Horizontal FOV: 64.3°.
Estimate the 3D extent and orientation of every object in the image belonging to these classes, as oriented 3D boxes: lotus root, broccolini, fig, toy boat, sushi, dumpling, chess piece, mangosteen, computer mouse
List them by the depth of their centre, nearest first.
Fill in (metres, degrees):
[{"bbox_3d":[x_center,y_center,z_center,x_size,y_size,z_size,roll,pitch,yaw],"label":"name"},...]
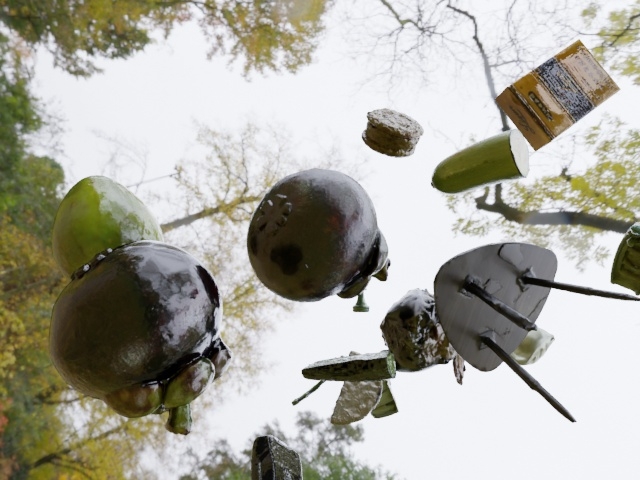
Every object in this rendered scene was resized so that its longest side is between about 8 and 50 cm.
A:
[{"bbox_3d":[-0.292,0.147,0.885,0.313,0.297,0.297,25,-36,-16],"label":"mangosteen"},{"bbox_3d":[-0.086,0.490,1.018,0.122,0.073,0.217,46,11,-24],"label":"computer mouse"},{"bbox_3d":[-0.008,-0.005,1.162,0.330,0.330,0.330,27,-53,42],"label":"mangosteen"},{"bbox_3d":[0.097,0.125,1.219,0.042,0.042,0.093,-9,-102,53],"label":"chess piece"},{"bbox_3d":[0.813,0.036,1.288,0.111,0.084,0.276,36,-16,35],"label":"toy boat"},{"bbox_3d":[-0.547,-0.022,1.294,0.326,0.258,0.258,60,-36,29],"label":"fig"},{"bbox_3d":[0.247,0.231,1.298,0.204,0.200,0.213,14,-73,62],"label":"sushi"},{"bbox_3d":[0.571,0.282,1.445,0.134,0.169,0.100,34,-25,37],"label":"dumpling"},{"bbox_3d":[0.010,0.479,1.732,0.071,0.254,0.057,41,-31,28],"label":"broccolini"},{"bbox_3d":[0.233,0.603,2.093,0.138,0.119,0.235,-79,149,-76],"label":"lotus root"}]

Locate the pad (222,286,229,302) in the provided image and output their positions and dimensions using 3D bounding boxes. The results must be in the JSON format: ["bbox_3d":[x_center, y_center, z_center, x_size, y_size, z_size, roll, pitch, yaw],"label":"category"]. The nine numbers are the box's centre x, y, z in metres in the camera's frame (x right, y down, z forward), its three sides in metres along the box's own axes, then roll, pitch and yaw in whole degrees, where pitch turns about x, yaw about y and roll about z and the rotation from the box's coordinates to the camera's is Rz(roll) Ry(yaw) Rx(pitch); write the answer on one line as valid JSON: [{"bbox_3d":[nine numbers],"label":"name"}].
[{"bbox_3d":[-0.382,0.286,1.639,0.055,0.250,0.323,31,-29,-25],"label":"pad"}]

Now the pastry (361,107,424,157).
[{"bbox_3d":[0.221,-0.331,1.576,0.189,0.188,0.103,42,-49,32],"label":"pastry"}]

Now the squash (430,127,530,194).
[{"bbox_3d":[0.293,-0.142,0.972,0.188,0.095,0.095,-14,-84,42],"label":"squash"}]

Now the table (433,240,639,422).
[{"bbox_3d":[0.403,0.158,0.992,0.249,0.317,0.317,-142,-138,-64],"label":"table"}]

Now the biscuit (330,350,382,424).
[{"bbox_3d":[0.119,0.454,1.546,0.133,0.250,0.032,10,-43,12],"label":"biscuit"}]

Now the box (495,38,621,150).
[{"bbox_3d":[0.529,-0.325,1.136,0.152,0.237,0.070,55,-17,5],"label":"box"}]

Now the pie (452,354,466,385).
[{"bbox_3d":[0.418,0.367,1.540,0.033,0.191,0.088,8,-54,3],"label":"pie"}]

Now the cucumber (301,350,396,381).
[{"bbox_3d":[0.066,0.304,1.182,0.211,0.078,0.062,-14,-94,19],"label":"cucumber"}]
